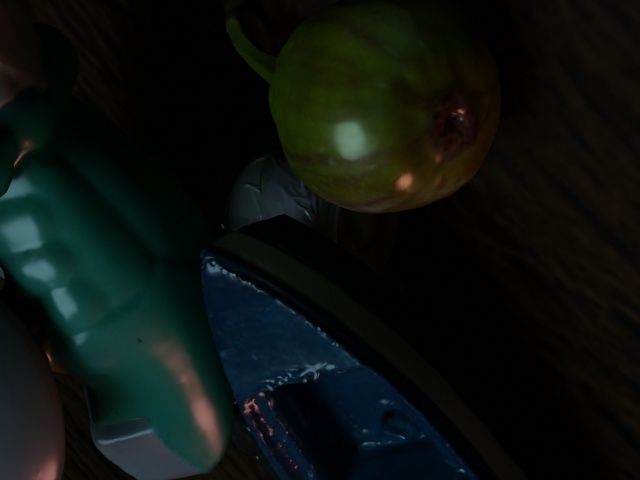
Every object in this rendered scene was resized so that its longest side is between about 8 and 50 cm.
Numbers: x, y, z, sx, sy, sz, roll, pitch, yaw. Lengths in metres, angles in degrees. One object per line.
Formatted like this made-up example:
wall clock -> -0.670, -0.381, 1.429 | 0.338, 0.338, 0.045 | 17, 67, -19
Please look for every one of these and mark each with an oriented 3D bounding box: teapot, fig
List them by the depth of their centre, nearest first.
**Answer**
fig -> 0.016, -0.062, 0.648 | 0.093, 0.093, 0.166 | 64, 171, -19
teapot -> 0.000, 0.000, 0.715 | 0.064, 0.064, 0.083 | 4, 121, 36

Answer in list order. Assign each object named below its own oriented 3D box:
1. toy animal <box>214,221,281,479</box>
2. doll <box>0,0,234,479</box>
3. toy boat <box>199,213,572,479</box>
toy animal -> -0.017, 0.109, 0.816 | 0.232, 0.084, 0.148 | 54, 144, 0
doll -> -0.126, -0.008, 0.708 | 0.153, 0.195, 0.258 | -12, 96, 28
toy boat -> 0.044, 0.098, 0.701 | 0.096, 0.061, 0.299 | -17, 123, 39
